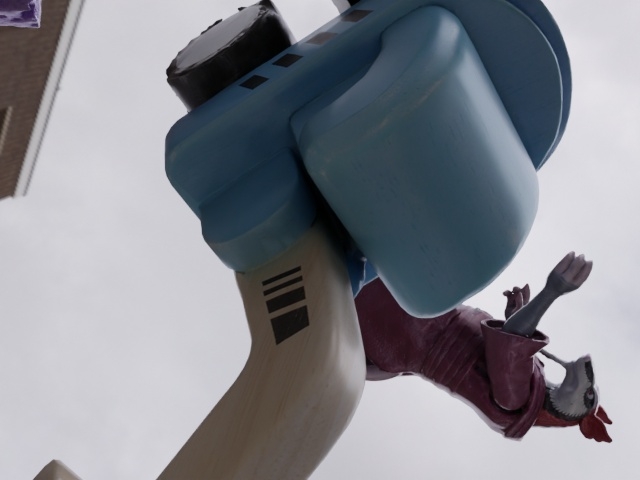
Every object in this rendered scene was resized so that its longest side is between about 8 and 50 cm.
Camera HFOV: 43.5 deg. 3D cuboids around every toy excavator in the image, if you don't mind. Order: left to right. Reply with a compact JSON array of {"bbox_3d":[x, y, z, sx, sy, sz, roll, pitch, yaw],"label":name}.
[{"bbox_3d":[0.000,0.000,0.524,0.433,0.445,0.222,-32,-62,6],"label":"toy excavator"}]

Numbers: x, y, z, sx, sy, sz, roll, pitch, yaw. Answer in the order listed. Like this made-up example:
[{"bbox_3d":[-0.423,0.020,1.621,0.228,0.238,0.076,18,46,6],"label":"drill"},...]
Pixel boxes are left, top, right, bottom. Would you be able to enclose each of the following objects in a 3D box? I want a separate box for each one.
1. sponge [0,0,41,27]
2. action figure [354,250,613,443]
[{"bbox_3d":[-0.250,-0.247,0.552,0.117,0.031,0.210,0,-104,-7],"label":"sponge"},{"bbox_3d":[0.141,0.119,0.874,0.370,0.248,0.276,35,-100,23],"label":"action figure"}]
